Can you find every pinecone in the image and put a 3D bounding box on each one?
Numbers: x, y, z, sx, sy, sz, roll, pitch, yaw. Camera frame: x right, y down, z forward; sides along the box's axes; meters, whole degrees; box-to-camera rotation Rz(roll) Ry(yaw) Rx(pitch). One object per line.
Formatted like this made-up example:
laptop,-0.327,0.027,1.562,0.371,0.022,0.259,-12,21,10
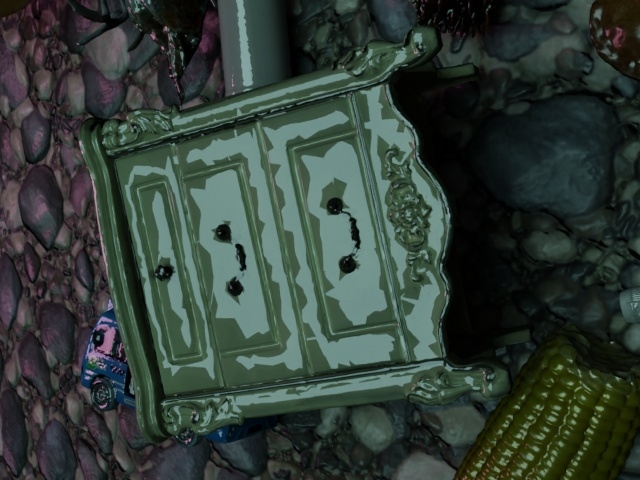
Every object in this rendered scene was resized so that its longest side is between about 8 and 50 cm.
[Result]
pinecone,0.126,-0.225,0.775,0.083,0.077,0.077,-8,90,-4

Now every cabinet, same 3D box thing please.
cabinet,0.000,0.000,0.749,0.318,0.227,0.289,-11,90,21

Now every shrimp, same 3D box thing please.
shrimp,-0.197,-0.366,0.956,0.221,0.166,0.410,170,106,-69

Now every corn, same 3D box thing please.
corn,0.180,0.237,0.758,0.131,0.131,0.344,34,113,28

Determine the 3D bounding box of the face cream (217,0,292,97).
face cream,-0.067,-0.158,0.921,0.077,0.077,0.250,-3,93,36

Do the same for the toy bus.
toy bus,-0.169,0.155,1.009,0.246,0.114,0.134,14,99,33

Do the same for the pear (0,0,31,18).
pear,-0.478,-0.440,1.035,0.348,0.348,0.348,5,98,36

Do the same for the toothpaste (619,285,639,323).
toothpaste,0.384,0.022,0.635,0.301,0.048,0.075,-15,59,30

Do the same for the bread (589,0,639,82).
bread,0.340,-0.195,0.586,0.247,0.135,0.232,26,109,32
